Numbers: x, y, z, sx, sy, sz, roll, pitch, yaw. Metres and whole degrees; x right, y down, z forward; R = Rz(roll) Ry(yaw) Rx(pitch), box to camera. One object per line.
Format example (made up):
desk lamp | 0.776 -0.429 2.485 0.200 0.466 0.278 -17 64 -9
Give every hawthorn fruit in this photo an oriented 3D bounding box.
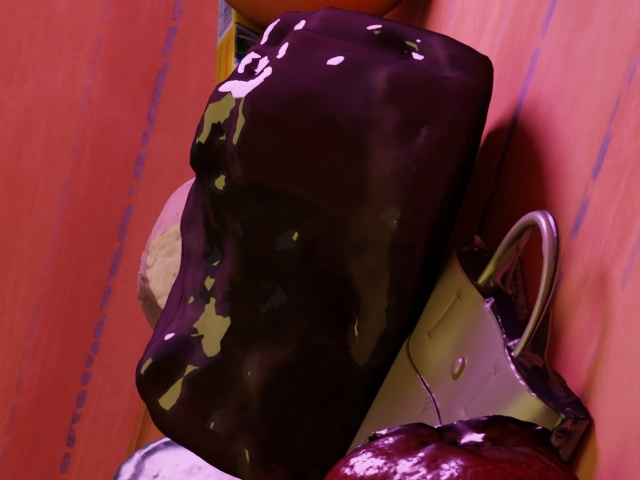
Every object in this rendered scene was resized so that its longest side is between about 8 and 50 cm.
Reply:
hawthorn fruit | 0.078 0.226 1.136 0.189 0.189 0.251 130 142 -69

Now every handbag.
handbag | 0.112 0.123 1.358 0.315 0.109 0.241 -63 23 20

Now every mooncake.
mooncake | 0.000 0.000 1.565 0.350 0.212 0.381 -32 -37 -71

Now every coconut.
coconut | -0.072 0.033 2.034 0.237 0.237 0.197 118 165 -58

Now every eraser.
eraser | 0.138 0.036 1.445 0.099 0.019 0.027 -93 17 -50

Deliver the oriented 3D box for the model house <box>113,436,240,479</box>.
model house | -0.050 0.339 1.689 0.280 0.230 0.249 -89 -10 -53

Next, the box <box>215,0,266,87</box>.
box | -0.021 -0.145 2.032 0.047 0.187 0.335 -52 22 29

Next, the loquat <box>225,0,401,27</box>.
loquat | -0.011 -0.337 1.998 0.263 0.263 0.263 -168 90 -80
